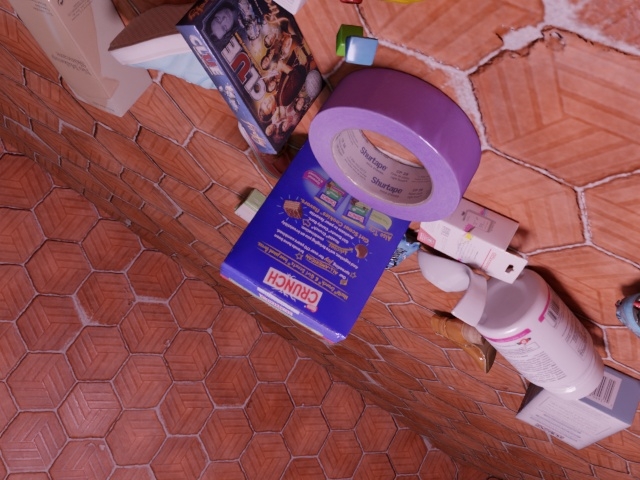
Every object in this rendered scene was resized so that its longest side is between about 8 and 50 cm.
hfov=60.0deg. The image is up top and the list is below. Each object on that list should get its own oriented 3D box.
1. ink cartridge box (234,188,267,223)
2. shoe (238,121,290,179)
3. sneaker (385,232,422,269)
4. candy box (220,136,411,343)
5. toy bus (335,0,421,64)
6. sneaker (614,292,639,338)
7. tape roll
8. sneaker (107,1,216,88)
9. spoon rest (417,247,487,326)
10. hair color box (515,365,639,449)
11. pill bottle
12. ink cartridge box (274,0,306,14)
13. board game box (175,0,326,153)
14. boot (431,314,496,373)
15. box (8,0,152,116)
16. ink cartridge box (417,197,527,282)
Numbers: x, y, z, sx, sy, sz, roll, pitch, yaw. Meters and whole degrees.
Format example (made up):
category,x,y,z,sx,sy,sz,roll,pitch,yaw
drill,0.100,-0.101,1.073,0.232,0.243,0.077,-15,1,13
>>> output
category,x,y,z,sx,sy,sz,roll,pitch,yaw
ink cartridge box,-0.164,-0.051,1.578,0.171,0.056,0.235,36,157,-13
shoe,-0.097,-0.191,1.158,0.081,0.063,0.178,17,150,46
sneaker,0.177,0.031,1.255,0.063,0.073,0.162,32,159,1
candy box,0.000,0.000,1.092,0.268,0.317,0.122,32,159,1
toy bus,0.086,-0.303,0.594,0.104,0.202,0.191,4,155,-12
sneaker,0.624,0.164,0.937,0.262,0.104,0.125,35,176,3
tape roll,0.119,-0.149,0.919,0.275,0.090,0.275,27,159,11
sneaker,-0.232,-0.319,0.969,0.366,0.135,0.150,14,150,40
spoon rest,0.272,0.076,1.121,0.137,0.084,0.276,31,-167,-12
hair color box,0.635,0.408,1.397,0.185,0.113,0.374,25,157,19
pill bottle,0.447,0.197,1.127,0.283,0.160,0.160,43,157,-25
ink cartridge box,-0.044,-0.374,0.683,0.109,0.063,0.150,34,159,-5
board game box,-0.091,-0.272,0.832,0.042,0.165,0.243,16,154,36
boot,0.389,0.274,1.505,0.152,0.073,0.197,12,139,40
box,-0.482,-0.413,1.124,0.148,0.121,0.311,24,157,19
ink cartridge box,0.287,-0.007,1.028,0.198,0.067,0.115,28,159,15
